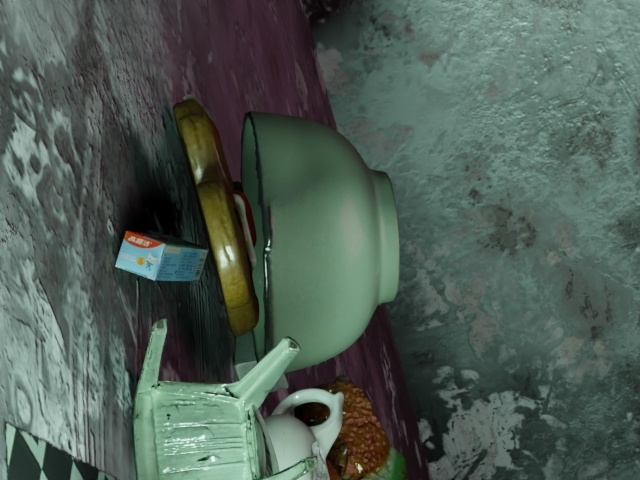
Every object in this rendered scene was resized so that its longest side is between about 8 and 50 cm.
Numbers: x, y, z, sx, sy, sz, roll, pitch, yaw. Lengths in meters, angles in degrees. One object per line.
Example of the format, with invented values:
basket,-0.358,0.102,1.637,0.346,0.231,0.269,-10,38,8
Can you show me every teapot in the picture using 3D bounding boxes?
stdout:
teapot,-0.033,0.320,1.970,0.204,0.139,0.298,64,17,-49

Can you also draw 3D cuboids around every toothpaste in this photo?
toothpaste,-0.189,0.016,1.708,0.193,0.070,0.044,12,96,-80

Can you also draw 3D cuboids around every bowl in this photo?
bowl,0.000,0.000,1.965,0.354,0.185,0.354,176,-90,-84

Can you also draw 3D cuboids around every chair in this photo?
chair,-0.101,0.218,1.567,0.275,0.190,0.203,124,-38,-62

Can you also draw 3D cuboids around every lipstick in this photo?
lipstick,-0.081,0.092,2.189,0.317,0.068,0.066,-89,166,-52

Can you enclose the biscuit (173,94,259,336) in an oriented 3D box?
biscuit,-0.115,-0.028,1.848,0.432,0.064,0.283,-127,-157,-76

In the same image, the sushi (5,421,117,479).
sushi,-0.183,0.319,1.301,0.292,0.059,0.294,59,20,-65

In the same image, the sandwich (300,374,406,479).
sandwich,0.057,0.363,2.392,0.250,0.162,0.301,58,24,-76

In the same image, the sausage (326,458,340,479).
sausage,-0.015,0.395,2.153,0.089,0.089,0.179,58,31,-65
